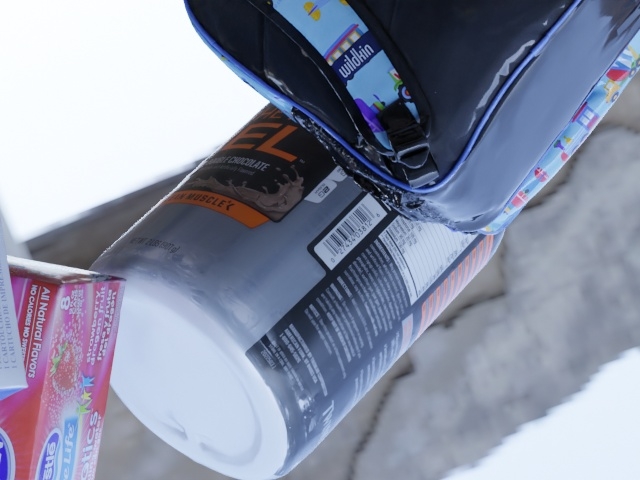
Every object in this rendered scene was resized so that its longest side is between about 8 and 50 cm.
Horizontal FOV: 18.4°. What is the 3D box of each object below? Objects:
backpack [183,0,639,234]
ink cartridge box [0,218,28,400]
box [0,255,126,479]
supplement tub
[{"bbox_3d":[0.036,-0.105,0.833,0.158,0.173,0.117,-54,153,1],"label":"backpack"},{"bbox_3d":[-0.153,-0.039,0.668,0.046,0.207,0.097,-2,165,-34],"label":"ink cartridge box"},{"bbox_3d":[-0.224,0.138,1.299,0.128,0.257,0.122,11,-177,14],"label":"box"},{"bbox_3d":[0.000,0.000,1.470,0.207,0.207,0.338,-4,-147,50],"label":"supplement tub"}]
